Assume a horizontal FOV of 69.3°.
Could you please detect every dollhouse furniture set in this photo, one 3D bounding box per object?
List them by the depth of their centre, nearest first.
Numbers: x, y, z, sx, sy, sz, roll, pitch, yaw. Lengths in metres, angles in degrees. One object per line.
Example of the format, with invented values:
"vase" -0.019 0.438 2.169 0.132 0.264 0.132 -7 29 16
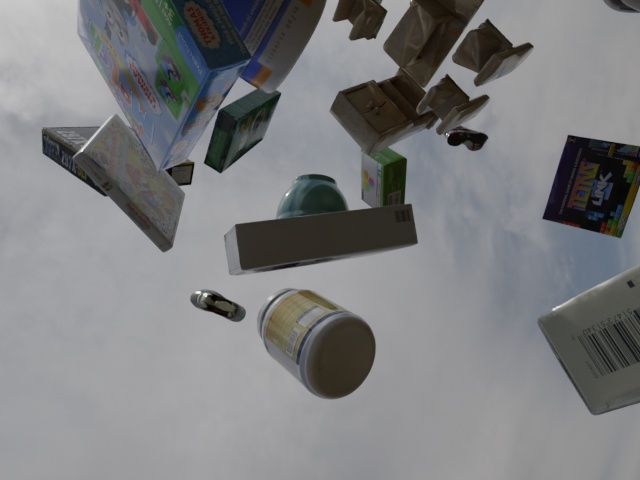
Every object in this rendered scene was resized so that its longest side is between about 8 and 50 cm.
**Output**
"dollhouse furniture set" 0.224 -0.407 1.035 0.256 0.394 0.362 -31 -105 -34

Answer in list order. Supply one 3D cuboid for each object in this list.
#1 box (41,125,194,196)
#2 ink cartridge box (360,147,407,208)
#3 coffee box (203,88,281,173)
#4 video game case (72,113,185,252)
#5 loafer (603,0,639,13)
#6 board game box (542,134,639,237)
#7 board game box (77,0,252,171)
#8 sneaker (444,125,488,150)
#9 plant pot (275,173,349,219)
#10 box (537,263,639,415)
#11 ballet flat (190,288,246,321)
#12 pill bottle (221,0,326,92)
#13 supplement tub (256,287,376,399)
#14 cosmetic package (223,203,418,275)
"box" -0.547 -0.226 1.254 0.257 0.321 0.080 -21 -48 -49
"ink cartridge box" 0.176 -0.230 1.577 0.096 0.255 0.189 -22 -49 -22
"coffee box" -0.139 -0.207 0.839 0.040 0.113 0.184 30 -142 2
"video game case" -0.328 -0.110 0.836 0.206 0.026 0.227 54 -170 -30
"loafer" 0.508 -0.291 0.487 0.130 0.365 0.134 -76 -21 -56
"board game box" 0.524 -0.105 0.887 0.048 0.141 0.171 -10 -66 -59
"board game box" -0.143 -0.164 0.383 0.039 0.211 0.160 -32 -85 -28
"sneaker" 0.486 -0.359 1.563 0.178 0.072 0.077 6 -137 -31
"plant pot" -0.025 -0.129 1.746 0.293 0.293 0.197 19 -114 -43
"box" 0.339 0.082 0.461 0.275 0.113 0.094 0 -123 -41
"ballet flat" -0.337 0.200 1.486 0.072 0.213 0.068 -66 -20 -17
"pill bottle" -0.140 -0.308 0.544 0.271 0.152 0.153 27 -111 -22
"supplement tub" -0.024 0.265 1.275 0.228 0.316 0.229 -9 -73 -31
"cosmetic package" 0.000 0.000 0.616 0.238 0.099 0.061 -8 -93 -20
